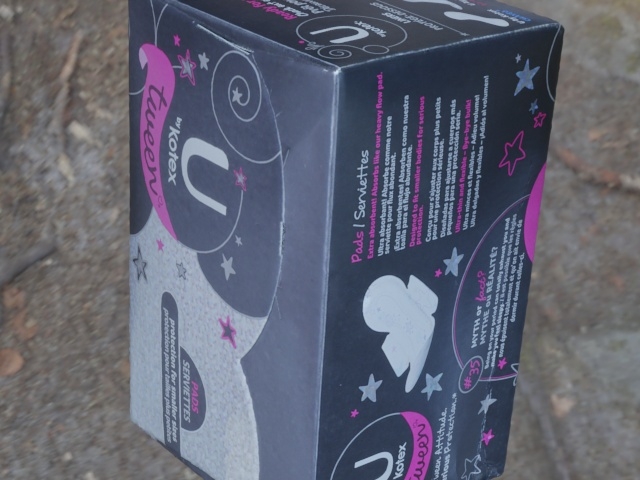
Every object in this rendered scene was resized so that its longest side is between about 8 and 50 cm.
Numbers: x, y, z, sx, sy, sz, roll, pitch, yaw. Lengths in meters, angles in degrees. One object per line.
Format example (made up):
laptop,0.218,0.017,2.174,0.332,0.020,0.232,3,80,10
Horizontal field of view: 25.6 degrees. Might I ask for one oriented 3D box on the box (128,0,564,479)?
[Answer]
box,0.000,0.000,0.694,0.142,0.163,0.247,-16,121,-38
